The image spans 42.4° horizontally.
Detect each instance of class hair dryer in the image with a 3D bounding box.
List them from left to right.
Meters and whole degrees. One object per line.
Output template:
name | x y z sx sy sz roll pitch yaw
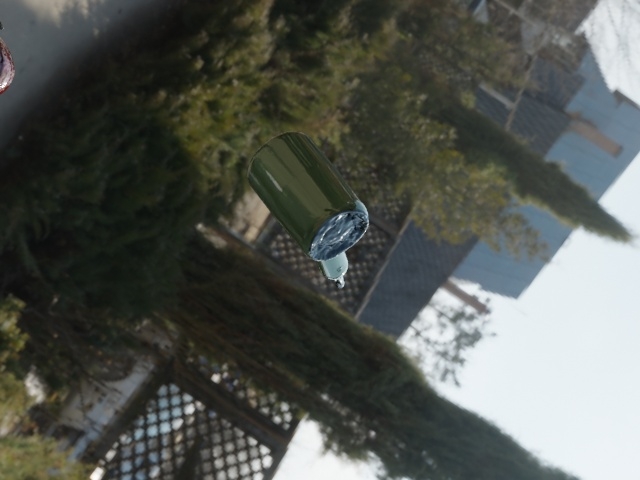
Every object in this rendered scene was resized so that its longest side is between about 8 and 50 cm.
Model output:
hair dryer | 0.000 0.000 0.530 0.047 0.071 0.150 -31 150 -9

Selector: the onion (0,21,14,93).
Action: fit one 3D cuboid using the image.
onion | -0.342 -0.181 0.788 0.097 0.107 0.107 -49 179 -2
